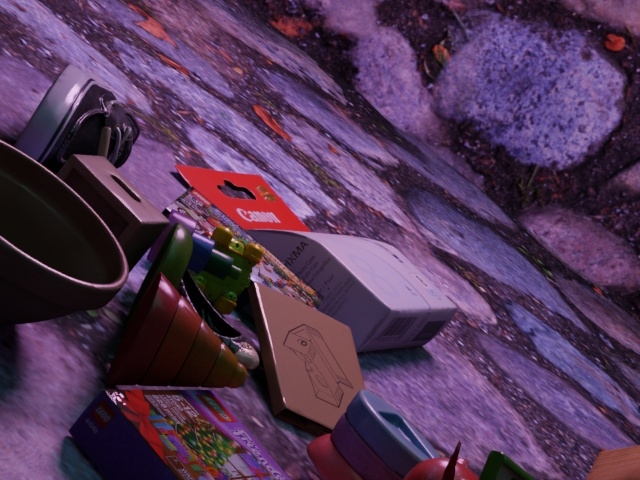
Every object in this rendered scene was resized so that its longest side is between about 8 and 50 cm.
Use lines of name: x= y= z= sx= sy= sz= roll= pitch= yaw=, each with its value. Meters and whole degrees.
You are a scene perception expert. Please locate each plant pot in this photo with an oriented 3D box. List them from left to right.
plant pot: x=-0.306 y=0.004 z=1.552 sx=0.237 sy=0.110 sz=0.237 roll=37 pitch=14 yaw=-11

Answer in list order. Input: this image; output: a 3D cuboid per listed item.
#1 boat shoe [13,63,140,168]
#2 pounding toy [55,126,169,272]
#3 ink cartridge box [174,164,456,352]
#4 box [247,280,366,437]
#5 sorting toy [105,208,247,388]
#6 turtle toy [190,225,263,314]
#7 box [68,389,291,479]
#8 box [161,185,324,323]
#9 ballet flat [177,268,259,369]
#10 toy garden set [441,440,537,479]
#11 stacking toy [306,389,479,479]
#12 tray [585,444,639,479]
boat shoe: x=-0.281 y=-0.142 z=2.027 sx=0.119 sy=0.121 sz=0.335 roll=35 pitch=12 yaw=-3
pounding toy: x=-0.244 y=-0.033 z=1.778 sx=0.141 sy=0.130 sz=0.100 roll=44 pitch=14 yaw=14
ink cartridge box: x=0.000 y=0.000 z=2.393 sx=0.385 sy=0.091 sz=0.308 roll=46 pitch=15 yaw=16
box: x=-0.008 y=0.154 z=1.954 sx=0.164 sy=0.021 sz=0.201 roll=29 pitch=32 yaw=-36
sorting toy: x=-0.129 y=0.070 z=1.729 sx=0.126 sy=0.127 sz=0.365 roll=26 pitch=17 yaw=-8
turtle toy: x=-0.137 y=0.025 z=1.988 sx=0.130 sy=0.095 sz=0.066 roll=31 pitch=-3 yaw=-31
box: x=-0.074 y=0.255 z=1.495 sx=0.293 sy=0.057 sz=0.201 roll=46 pitch=14 yaw=22
box: x=-0.105 y=0.032 z=2.112 sx=0.233 sy=0.044 sz=0.159 roll=40 pitch=15 yaw=-2
ballet flat: x=-0.131 y=0.083 z=1.884 sx=0.173 sy=0.049 sz=0.057 roll=44 pitch=16 yaw=15
toy garden set: x=0.130 y=0.303 z=1.473 sx=0.049 sy=0.244 sz=0.204 roll=5 pitch=-26 yaw=45
stacking toy: x=0.135 y=0.285 z=1.682 sx=0.279 sy=0.130 sz=0.309 roll=42 pitch=6 yaw=-22
tray: x=0.571 y=0.362 z=2.316 sx=0.203 sy=0.076 sz=0.411 roll=37 pitch=-24 yaw=-14
